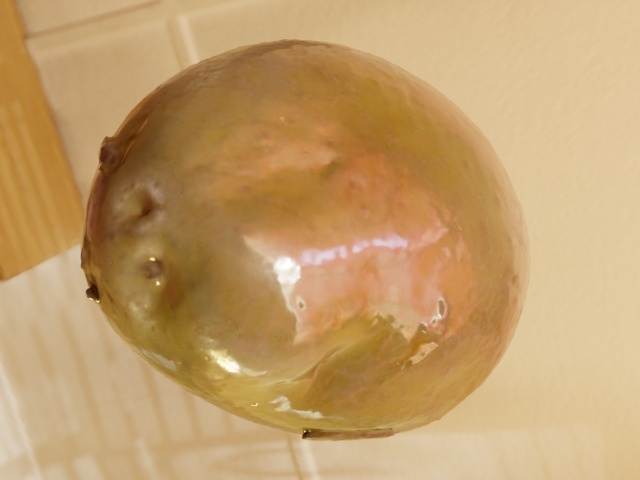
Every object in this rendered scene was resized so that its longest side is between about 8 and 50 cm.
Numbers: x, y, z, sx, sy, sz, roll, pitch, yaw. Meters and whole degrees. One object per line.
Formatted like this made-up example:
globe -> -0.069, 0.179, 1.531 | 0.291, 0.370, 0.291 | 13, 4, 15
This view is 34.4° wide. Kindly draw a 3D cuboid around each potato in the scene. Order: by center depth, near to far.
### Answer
potato -> 0.000, 0.000, 0.471 | 0.178, 0.235, 0.160 | 45, -58, 28
